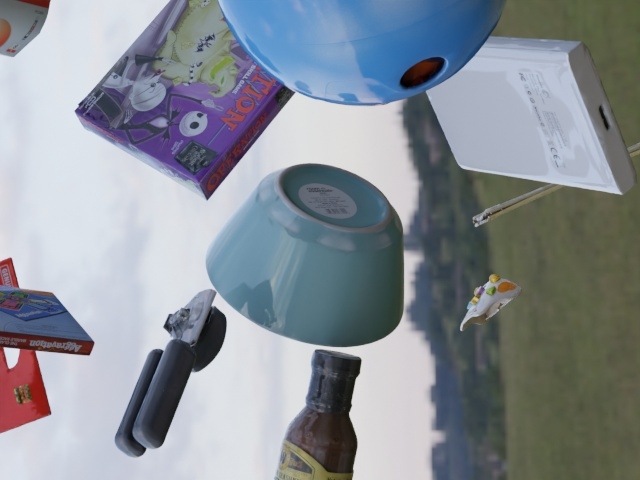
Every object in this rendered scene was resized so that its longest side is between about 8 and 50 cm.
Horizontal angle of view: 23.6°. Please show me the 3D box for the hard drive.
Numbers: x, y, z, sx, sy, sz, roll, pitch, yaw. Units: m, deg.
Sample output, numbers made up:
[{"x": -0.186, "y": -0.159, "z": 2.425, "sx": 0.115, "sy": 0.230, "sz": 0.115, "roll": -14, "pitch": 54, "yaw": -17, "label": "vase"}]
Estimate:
[{"x": 0.252, "y": -0.166, "z": 1.956, "sx": 0.307, "sy": 0.040, "sz": 0.203, "roll": 15, "pitch": 137, "yaw": 55, "label": "hard drive"}]

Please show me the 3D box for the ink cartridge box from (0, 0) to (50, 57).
[{"x": -0.496, "y": -0.374, "z": 2.513, "sx": 0.145, "sy": 0.179, "sz": 0.045, "roll": 3, "pitch": -123, "yaw": -63, "label": "ink cartridge box"}]

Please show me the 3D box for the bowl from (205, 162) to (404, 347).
[{"x": 0.000, "y": 0.000, "z": 2.266, "sx": 0.311, "sy": 0.311, "sz": 0.163, "roll": -82, "pitch": 10, "yaw": -58, "label": "bowl"}]

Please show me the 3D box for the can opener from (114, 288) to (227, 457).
[{"x": -0.184, "y": 0.180, "z": 2.043, "sx": 0.095, "sy": 0.076, "sz": 0.283, "roll": 43, "pitch": -139, "yaw": -23, "label": "can opener"}]

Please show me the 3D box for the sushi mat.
[{"x": 0.377, "y": -0.093, "z": 2.296, "sx": 0.151, "sy": 0.316, "sz": 0.019, "roll": 141, "pitch": 105, "yaw": -84, "label": "sushi mat"}]

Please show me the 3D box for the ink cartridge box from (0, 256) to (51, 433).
[{"x": -0.541, "y": 0.173, "z": 2.244, "sx": 0.060, "sy": 0.239, "sz": 0.275, "roll": 56, "pitch": -167, "yaw": -64, "label": "ink cartridge box"}]

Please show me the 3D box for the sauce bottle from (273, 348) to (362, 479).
[{"x": -0.009, "y": 0.325, "z": 2.147, "sx": 0.111, "sy": 0.111, "sz": 0.344, "roll": 8, "pitch": -87, "yaw": -84, "label": "sauce bottle"}]

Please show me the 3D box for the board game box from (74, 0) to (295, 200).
[{"x": -0.114, "y": -0.231, "z": 1.870, "sx": 0.347, "sy": 0.208, "sz": 0.056, "roll": -52, "pitch": -22, "yaw": -17, "label": "board game box"}]

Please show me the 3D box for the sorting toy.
[{"x": 0.218, "y": 0.090, "z": 2.060, "sx": 0.075, "sy": 0.045, "sz": 0.083, "roll": -43, "pitch": -3, "yaw": -40, "label": "sorting toy"}]

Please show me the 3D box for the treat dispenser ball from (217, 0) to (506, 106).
[{"x": 0.039, "y": -0.271, "z": 1.453, "sx": 0.288, "sy": 0.288, "sz": 0.288, "roll": -1, "pitch": -90, "yaw": -84, "label": "treat dispenser ball"}]

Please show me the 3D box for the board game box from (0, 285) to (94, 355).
[{"x": -0.458, "y": 0.099, "z": 2.080, "sx": 0.145, "sy": 0.281, "sz": 0.027, "roll": 42, "pitch": 114, "yaw": 44, "label": "board game box"}]
